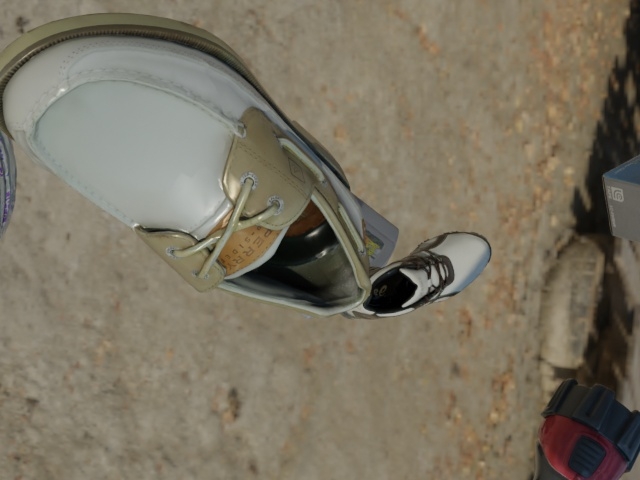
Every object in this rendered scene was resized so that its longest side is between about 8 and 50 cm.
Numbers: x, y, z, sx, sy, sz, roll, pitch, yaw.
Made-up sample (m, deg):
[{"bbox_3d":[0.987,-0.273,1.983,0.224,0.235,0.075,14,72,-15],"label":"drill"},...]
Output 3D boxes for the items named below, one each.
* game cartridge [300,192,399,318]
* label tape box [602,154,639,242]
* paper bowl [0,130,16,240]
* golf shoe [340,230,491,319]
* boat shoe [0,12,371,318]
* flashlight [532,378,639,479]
[{"bbox_3d":[0.000,0.000,1.517,0.060,0.196,0.294,-53,173,32],"label":"game cartridge"},{"bbox_3d":[0.590,-0.061,1.398,0.240,0.333,0.106,-26,116,-25],"label":"label tape box"},{"bbox_3d":[-0.394,-0.070,0.865,0.148,0.284,0.284,-72,152,-60],"label":"paper bowl"},{"bbox_3d":[0.118,0.047,1.185,0.198,0.094,0.077,-22,100,-13],"label":"golf shoe"},{"bbox_3d":[-0.055,-0.032,0.603,0.302,0.113,0.103,22,34,-55],"label":"boat shoe"},{"bbox_3d":[0.202,0.279,0.997,0.304,0.103,0.103,-53,124,-19],"label":"flashlight"}]
